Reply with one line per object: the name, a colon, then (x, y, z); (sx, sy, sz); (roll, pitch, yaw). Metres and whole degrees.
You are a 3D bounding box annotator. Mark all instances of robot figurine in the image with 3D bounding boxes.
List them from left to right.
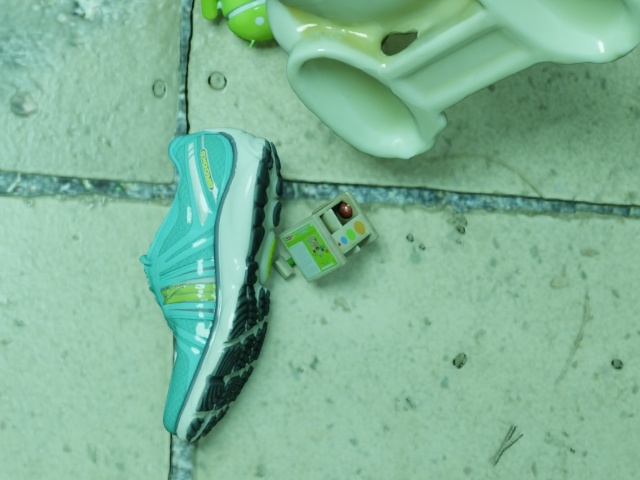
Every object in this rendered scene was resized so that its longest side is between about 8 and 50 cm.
robot figurine: (-0.062, -0.232, 1.055); (0.101, 0.067, 0.115); (-19, 92, -14)

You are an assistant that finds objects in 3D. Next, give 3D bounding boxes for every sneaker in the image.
sneaker: (-0.103, 0.038, 1.027); (0.110, 0.107, 0.275); (8, 88, 15)

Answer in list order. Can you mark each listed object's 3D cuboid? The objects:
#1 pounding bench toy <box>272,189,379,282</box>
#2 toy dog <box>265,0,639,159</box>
pounding bench toy: (0.000, 0.000, 1.068); (0.065, 0.083, 0.052); (-37, 95, -46)
toy dog: (0.056, -0.333, 0.978); (0.395, 0.284, 0.408); (25, 52, -28)
